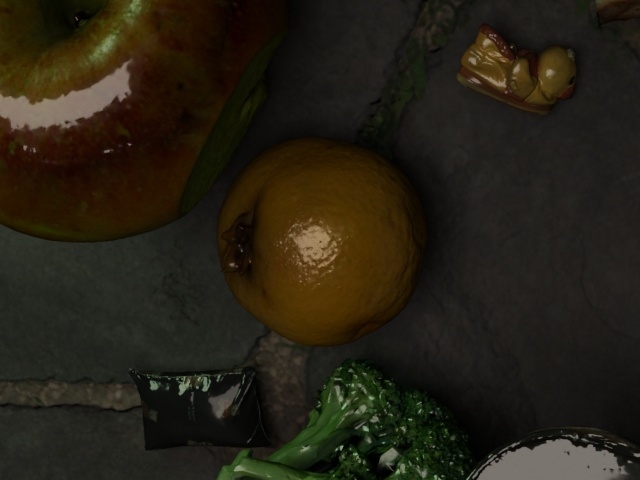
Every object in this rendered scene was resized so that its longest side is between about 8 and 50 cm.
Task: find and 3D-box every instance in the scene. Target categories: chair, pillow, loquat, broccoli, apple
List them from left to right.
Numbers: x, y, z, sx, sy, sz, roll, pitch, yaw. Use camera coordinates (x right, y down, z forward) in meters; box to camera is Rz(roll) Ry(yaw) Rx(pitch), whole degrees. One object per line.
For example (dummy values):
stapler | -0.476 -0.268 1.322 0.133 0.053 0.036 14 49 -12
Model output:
apple | -0.204 -0.175 1.844 0.384 0.374 0.374 -30 90 -3
pillow | -0.124 0.173 2.028 0.150 0.048 0.090 -4 90 22
loquat | 0.000 0.000 1.879 0.208 0.208 0.208 3 101 17
broccoli | 0.025 0.262 1.887 0.275 0.308 0.308 16 107 -21
chair | 0.253 0.291 1.787 0.226 0.401 0.226 -2 80 14

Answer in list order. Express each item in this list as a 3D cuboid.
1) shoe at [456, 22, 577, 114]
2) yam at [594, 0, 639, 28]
shoe | 0.187 -0.161 1.856 0.109 0.072 0.069 21 111 13
yam | 0.348 -0.275 1.761 0.238 0.129 0.128 -7 63 18
